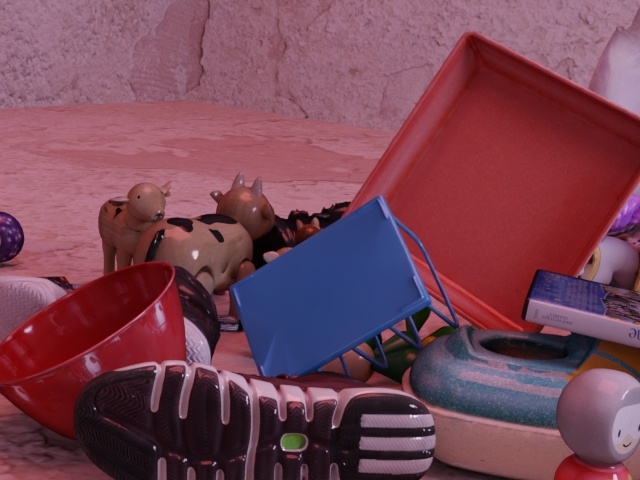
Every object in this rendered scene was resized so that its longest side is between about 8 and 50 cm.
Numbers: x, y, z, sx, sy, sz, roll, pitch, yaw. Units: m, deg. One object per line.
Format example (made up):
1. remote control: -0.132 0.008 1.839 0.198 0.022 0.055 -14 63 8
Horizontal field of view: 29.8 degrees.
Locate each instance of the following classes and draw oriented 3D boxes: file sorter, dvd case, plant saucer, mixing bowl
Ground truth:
1. file sorter: 0.026 0.065 1.117 0.170 0.118 0.104 -31 -34 14
2. dvd case: 0.304 0.074 1.036 0.253 0.022 0.180 13 9 11
3. plant saucer: 0.184 -0.051 1.229 0.259 0.258 0.048 35 3 32
4. mixing bowl: -0.184 0.106 1.022 0.182 0.098 0.181 -24 17 8

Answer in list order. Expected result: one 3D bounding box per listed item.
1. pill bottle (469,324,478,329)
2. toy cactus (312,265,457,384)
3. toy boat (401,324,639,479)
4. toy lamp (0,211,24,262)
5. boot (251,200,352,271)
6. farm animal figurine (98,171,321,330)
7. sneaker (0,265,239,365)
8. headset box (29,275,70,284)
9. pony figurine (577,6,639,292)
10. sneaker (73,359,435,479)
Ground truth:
1. pill bottle: 0.168 0.118 1.309 0.043 0.043 0.083 9 13 21
2. toy cactus: 0.068 0.108 1.222 0.181 0.112 0.219 -11 26 -23
3. toy boat: 0.203 0.138 0.977 0.268 0.148 0.318 5 12 1
4. toy lamp: -0.431 0.021 1.452 0.080 0.080 0.274 5 10 -1
5. boot: 0.000 0.000 1.670 0.207 0.094 0.246 -4 8 -21
6. farm animal figurine: -0.136 0.006 1.402 0.331 0.172 0.327 7 12 10
7. sneaker: -0.215 0.079 1.188 0.269 0.101 0.153 12 18 14
8. headset box: -0.325 0.064 1.395 0.083 0.032 0.062 1 13 -23
9. pony figurine: 0.397 -0.029 1.293 0.364 0.351 0.303 10 31 -40
10. sneaker: -0.058 0.151 0.987 0.282 0.106 0.162 8 1 -8
